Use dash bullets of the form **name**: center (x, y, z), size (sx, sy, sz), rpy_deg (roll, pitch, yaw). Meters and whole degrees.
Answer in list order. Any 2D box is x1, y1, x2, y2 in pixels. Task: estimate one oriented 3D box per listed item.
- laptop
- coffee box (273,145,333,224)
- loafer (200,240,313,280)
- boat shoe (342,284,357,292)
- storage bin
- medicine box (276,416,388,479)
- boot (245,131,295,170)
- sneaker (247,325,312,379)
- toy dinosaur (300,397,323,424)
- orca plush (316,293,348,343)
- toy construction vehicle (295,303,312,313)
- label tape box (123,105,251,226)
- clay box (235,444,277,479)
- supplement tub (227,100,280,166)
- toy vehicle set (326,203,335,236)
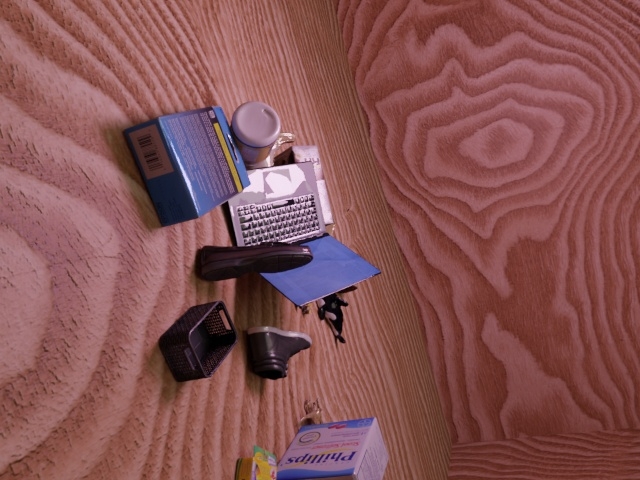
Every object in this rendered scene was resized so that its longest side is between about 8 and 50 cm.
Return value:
- **laptop**: center (-0.050, -0.046, 1.572), size (0.382, 0.236, 0.407), rpy_deg (-17, 98, -44)
- **coffee box**: center (-0.072, -0.180, 1.863), size (0.119, 0.168, 0.297), rpy_deg (-9, 84, -36)
- **loafer**: center (-0.172, 0.035, 1.363), size (0.109, 0.303, 0.095), rpy_deg (107, -29, -59)
- **boat shoe**: center (0.073, 0.142, 2.168), size (0.341, 0.122, 0.110), rpy_deg (52, 26, -68)
- **storage bin**: center (-0.283, 0.235, 1.200), size (0.180, 0.084, 0.122), rpy_deg (-53, 127, -64)
- **medicine box**: center (0.034, 0.670, 1.490), size (0.289, 0.264, 0.149), rpy_deg (-32, 106, -69)
- **boot**: center (-0.170, -0.279, 1.732), size (0.213, 0.077, 0.165), rpy_deg (-16, 95, -29)
- **sneaker**: center (-0.119, 0.351, 1.542), size (0.296, 0.105, 0.146), rpy_deg (28, 53, -56)
- **toy dinosaur**: center (-0.018, 0.580, 1.704), size (0.183, 0.053, 0.092), rpy_deg (54, 24, -57)
- **orca plush**: center (0.065, 0.284, 2.056), size (0.151, 0.102, 0.287), rpy_deg (-43, 117, -67)
- **toy construction vehicle**: center (-0.052, 0.220, 1.852), size (0.086, 0.035, 0.098), rpy_deg (24, 75, -56)
- **label tape box**: center (-0.329, -0.209, 1.335), size (0.347, 0.115, 0.249), rpy_deg (-56, 129, -67)
- **clay box**: center (-0.166, 0.648, 1.282), size (0.127, 0.053, 0.222), rpy_deg (54, 28, -46)
- **supplement tub**: center (-0.210, -0.319, 1.556), size (0.200, 0.144, 0.144), rpy_deg (138, -55, -68)
- **toy vehicle set**: center (0.000, 0.000, 2.013), size (0.166, 0.035, 0.266), rpy_deg (70, 32, -58)
